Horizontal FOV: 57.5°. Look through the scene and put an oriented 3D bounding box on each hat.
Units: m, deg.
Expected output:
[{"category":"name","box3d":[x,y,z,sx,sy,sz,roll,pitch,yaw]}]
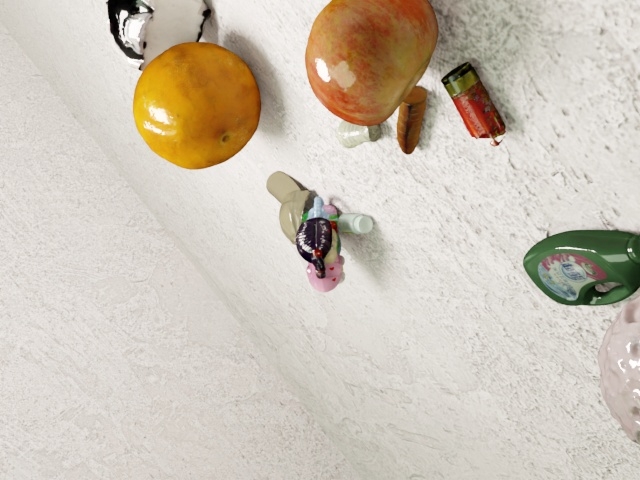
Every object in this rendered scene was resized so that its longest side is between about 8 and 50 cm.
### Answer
[{"category":"hat","box3d":[-0.096,-0.076,1.513,0.174,0.144,0.166,19,146,23]}]

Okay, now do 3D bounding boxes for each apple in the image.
[{"category":"apple","box3d":[0.069,-0.271,0.828,0.164,0.209,0.209,35,155,3]}]

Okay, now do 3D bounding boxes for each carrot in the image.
[{"category":"carrot","box3d":[0.149,-0.197,0.992,0.048,0.048,0.139,39,155,23]}]

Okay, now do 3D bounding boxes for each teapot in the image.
[{"category":"teapot","box3d":[0.080,-0.203,1.102,0.067,0.056,0.083,20,171,-35]}]

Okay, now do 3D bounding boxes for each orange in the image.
[{"category":"orange","box3d":[-0.268,-0.291,1.288,0.226,0.284,0.283,47,158,31]}]

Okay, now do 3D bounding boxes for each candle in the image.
[{"category":"candle","box3d":[0.228,-0.193,0.854,0.130,0.052,0.052,55,156,-14]}]

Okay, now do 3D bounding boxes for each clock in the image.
[{"category":"clock","box3d":[0.000,0.000,1.386,0.195,0.100,0.193,76,-169,-59]}]

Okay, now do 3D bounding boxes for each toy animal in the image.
[{"category":"toy animal","box3d":[-0.358,-0.489,1.272,0.155,0.204,0.208,56,141,21]}]

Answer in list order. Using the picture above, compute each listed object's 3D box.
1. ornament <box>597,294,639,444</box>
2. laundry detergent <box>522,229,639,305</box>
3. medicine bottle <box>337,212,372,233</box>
[{"category":"ornament","box3d":[0.481,0.175,0.726,0.259,0.225,0.259,39,159,18]},{"category":"laundry detergent","box3d":[0.412,0.038,0.864,0.137,0.063,0.211,48,154,-5]},{"category":"medicine bottle","box3d":[0.079,-0.038,1.344,0.083,0.047,0.047,9,134,57]}]
